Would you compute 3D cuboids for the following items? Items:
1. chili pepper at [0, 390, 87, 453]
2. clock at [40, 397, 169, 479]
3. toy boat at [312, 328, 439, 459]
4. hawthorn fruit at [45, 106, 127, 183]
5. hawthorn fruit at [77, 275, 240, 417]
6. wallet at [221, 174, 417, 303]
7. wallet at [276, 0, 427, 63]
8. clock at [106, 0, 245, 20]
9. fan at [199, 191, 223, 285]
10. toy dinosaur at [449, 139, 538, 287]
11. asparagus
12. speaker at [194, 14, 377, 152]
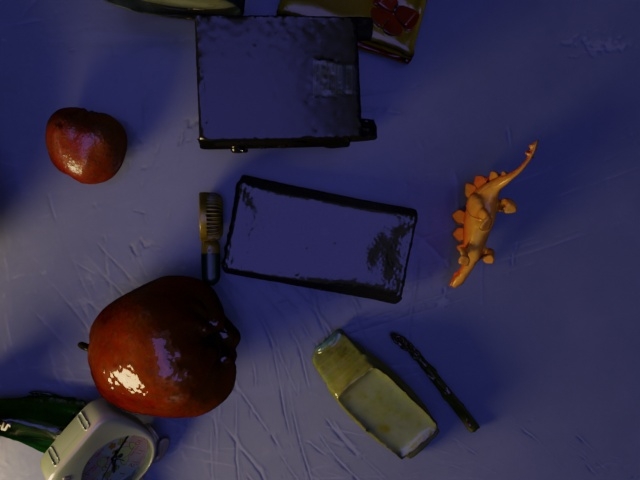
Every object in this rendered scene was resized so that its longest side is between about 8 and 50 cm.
[{"bbox_3d":[-0.485,0.311,1.025,0.216,0.062,0.108,12,94,-6],"label":"chili pepper"},{"bbox_3d":[-0.346,0.354,1.013,0.151,0.062,0.191,-50,137,-7],"label":"clock"},{"bbox_3d":[0.102,0.282,1.078,0.111,0.084,0.276,-42,100,1],"label":"toy boat"},{"bbox_3d":[-0.371,-0.150,0.964,0.127,0.128,0.128,-1,96,-6],"label":"hawthorn fruit"},{"bbox_3d":[-0.264,0.172,0.972,0.260,0.224,0.224,-10,98,16],"label":"hawthorn fruit"},{"bbox_3d":[0.000,0.000,1.057,0.320,0.044,0.171,11,94,-4],"label":"wallet"},{"bbox_3d":[0.059,-0.397,1.010,0.241,0.067,0.141,15,92,-7],"label":"wallet"},{"bbox_3d":[-0.220,-0.371,0.900,0.225,0.226,0.049,4,97,-7],"label":"clock"},{"bbox_3d":[-0.180,-0.002,1.012,0.039,0.082,0.155,-1,92,-10],"label":"fan"},{"bbox_3d":[0.277,-0.051,1.048,0.070,0.117,0.289,13,110,-20],"label":"toy dinosaur"},{"bbox_3d":[0.211,0.258,1.118,0.024,0.025,0.249,-32,102,41],"label":"asparagus"},{"bbox_3d":[-0.063,-0.226,0.932,0.253,0.232,0.184,-3,97,-11],"label":"speaker"}]
